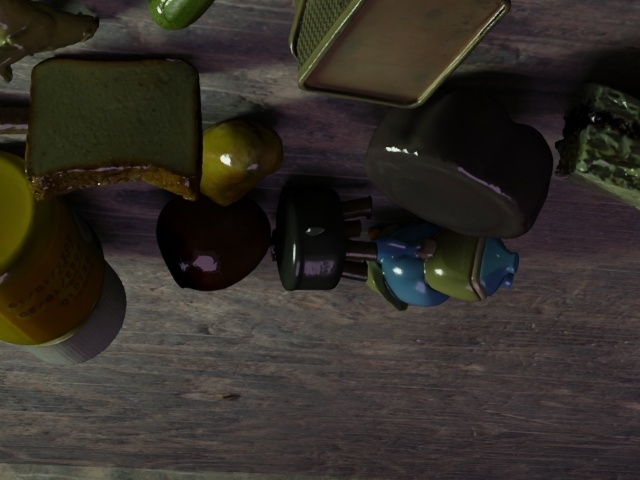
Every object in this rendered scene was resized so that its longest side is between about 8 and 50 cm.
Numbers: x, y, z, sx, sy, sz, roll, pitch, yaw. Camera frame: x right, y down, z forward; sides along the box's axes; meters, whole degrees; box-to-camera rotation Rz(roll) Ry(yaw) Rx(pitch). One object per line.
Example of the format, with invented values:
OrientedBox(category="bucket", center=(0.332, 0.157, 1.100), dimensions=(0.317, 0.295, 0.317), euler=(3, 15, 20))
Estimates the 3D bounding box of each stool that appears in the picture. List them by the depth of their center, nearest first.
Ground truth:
OrientedBox(category="stool", center=(0.000, -0.009, 2.134), dimensions=(0.139, 0.153, 0.228), euler=(0, -163, -12))

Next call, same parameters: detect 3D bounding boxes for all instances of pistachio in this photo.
OrientedBox(category="pistachio", center=(-0.118, -0.114, 1.922), dimensions=(0.110, 0.100, 0.189), euler=(30, 157, -13))

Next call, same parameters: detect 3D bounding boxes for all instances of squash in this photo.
OrientedBox(category="squash", center=(-0.126, -0.296, 1.527), dimensions=(0.069, 0.069, 0.239), euler=(10, 155, -25))

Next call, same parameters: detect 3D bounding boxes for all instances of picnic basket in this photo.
OrientedBox(category="picnic basket", center=(0.081, -0.266, 1.521), dimensions=(0.165, 0.139, 0.267), euler=(7, 155, -20))

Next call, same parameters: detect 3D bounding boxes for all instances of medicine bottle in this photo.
OrientedBox(category="medicine bottle", center=(-0.434, 0.039, 2.087), dimensions=(0.224, 0.224, 0.384), euler=(-6, 155, 11))

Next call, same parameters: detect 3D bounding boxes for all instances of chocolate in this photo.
OrientedBox(category="chocolate", center=(-0.157, -0.008, 2.111), dimensions=(0.176, 0.177, 0.177), euler=(-2, 157, -1))

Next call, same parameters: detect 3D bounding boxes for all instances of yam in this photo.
OrientedBox(category="yam", center=(-0.392, -0.156, 1.866), dimensions=(0.326, 0.045, 0.045), euler=(4, -165, -15))

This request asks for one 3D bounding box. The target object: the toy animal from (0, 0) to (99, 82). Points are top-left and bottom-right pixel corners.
OrientedBox(category="toy animal", center=(-0.356, -0.252, 1.609), dimensions=(0.101, 0.103, 0.218), euler=(-41, 136, 21))

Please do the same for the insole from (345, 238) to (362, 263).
OrientedBox(category="insole", center=(0.032, 0.018, 2.338), dimensions=(0.081, 0.011, 0.248), euler=(-15, 153, 22))

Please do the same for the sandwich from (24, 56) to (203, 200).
OrientedBox(category="sandwich", center=(-0.252, -0.138, 1.742), dimensions=(0.214, 0.186, 0.065), euler=(-3, 154, -3))

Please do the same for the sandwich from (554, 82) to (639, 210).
OrientedBox(category="sandwich", center=(0.447, -0.098, 1.829), dimensions=(0.325, 0.131, 0.262), euler=(17, -175, -40))

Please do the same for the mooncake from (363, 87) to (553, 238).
OrientedBox(category="mooncake", center=(0.184, -0.098, 1.853), dimensions=(0.245, 0.133, 0.245), euler=(28, 163, 9))

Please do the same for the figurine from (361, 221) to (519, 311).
OrientedBox(category="figurine", center=(0.191, 0.042, 2.228), dimensions=(0.262, 0.154, 0.180), euler=(4, -175, 20))
